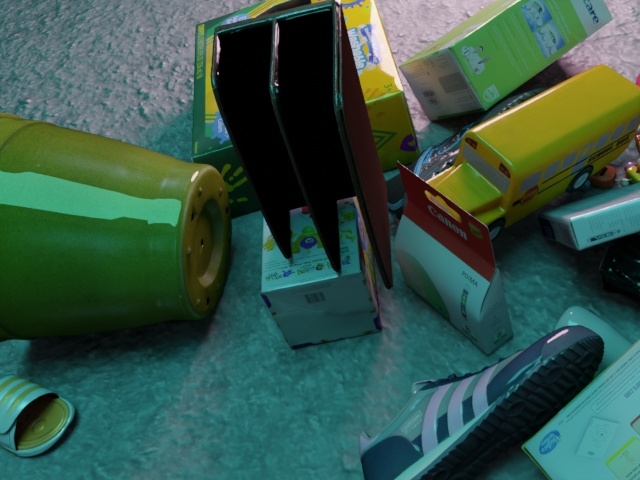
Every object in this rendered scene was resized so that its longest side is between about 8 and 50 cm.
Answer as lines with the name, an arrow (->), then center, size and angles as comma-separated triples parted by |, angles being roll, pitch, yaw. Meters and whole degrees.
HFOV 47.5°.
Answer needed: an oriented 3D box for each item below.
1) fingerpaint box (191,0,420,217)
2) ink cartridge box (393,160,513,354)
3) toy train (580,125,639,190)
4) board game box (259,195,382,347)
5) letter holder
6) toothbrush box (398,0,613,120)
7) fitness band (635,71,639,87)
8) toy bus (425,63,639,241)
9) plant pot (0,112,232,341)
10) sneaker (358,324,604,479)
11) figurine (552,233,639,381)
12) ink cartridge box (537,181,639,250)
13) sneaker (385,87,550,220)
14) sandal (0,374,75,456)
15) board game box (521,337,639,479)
fingerpaint box -> -0.043, -0.294, 1.370 | 0.370, 0.163, 0.445 | -16, 46, 9
ink cartridge box -> 0.159, 0.026, 0.949 | 0.056, 0.225, 0.181 | -38, 46, -9
toy train -> 0.465, -0.134, 1.096 | 0.125, 0.046, 0.166 | 28, 65, 38
board game box -> 0.000, 0.000, 1.097 | 0.144, 0.142, 0.275 | -12, 47, 10
letter holder -> -0.013, -0.087, 0.869 | 0.151, 0.302, 0.215 | -11, 47, 9
toothbrush box -> 0.306, -0.334, 1.234 | 0.283, 0.122, 0.206 | -37, 14, -12
fitness band -> 0.579, -0.171, 1.025 | 0.208, 0.054, 0.291 | -10, 40, -28
toy bus -> 0.292, -0.117, 1.004 | 0.332, 0.130, 0.108 | -28, 59, -23
plant pot -> -0.336, -0.010, 1.134 | 0.352, 0.367, 0.367 | 3, 50, 10
sneaker -> 0.172, 0.185, 0.847 | 0.319, 0.112, 0.131 | -39, 40, 4
figurine -> 0.413, 0.113, 0.870 | 0.209, 0.092, 0.215 | 27, 65, 34
ink cartridge box -> 0.413, -0.047, 0.946 | 0.223, 0.045, 0.223 | -19, 2, 9
sneaker -> 0.238, -0.141, 1.144 | 0.340, 0.125, 0.139 | -33, 27, -20
sandal -> -0.498, 0.252, 1.119 | 0.265, 0.076, 0.102 | 9, 54, 29
board game box -> 0.389, 0.246, 0.697 | 0.242, 0.064, 0.316 | -46, 48, 10
